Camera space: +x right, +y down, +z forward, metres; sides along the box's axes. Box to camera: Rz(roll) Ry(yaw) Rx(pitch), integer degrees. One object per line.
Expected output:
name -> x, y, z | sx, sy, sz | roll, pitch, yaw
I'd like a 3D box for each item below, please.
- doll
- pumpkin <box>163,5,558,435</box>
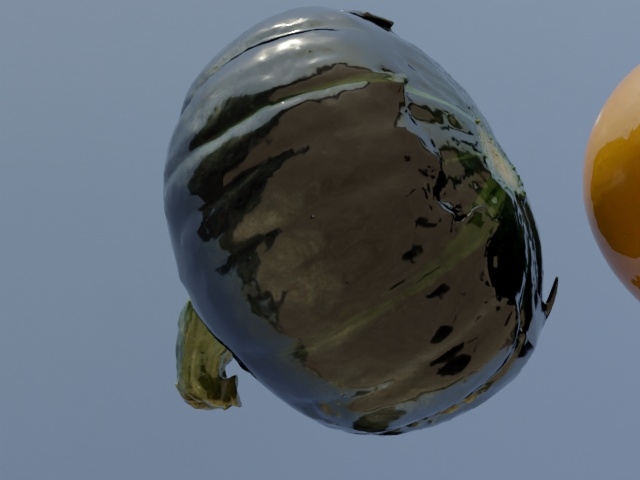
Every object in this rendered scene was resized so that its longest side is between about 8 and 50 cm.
doll -> 0.295, -0.042, 1.132 | 0.213, 0.236, 0.213 | 9, -109, -29
pumpkin -> 0.000, 0.000, 1.127 | 0.296, 0.296, 0.296 | -4, -81, -24
